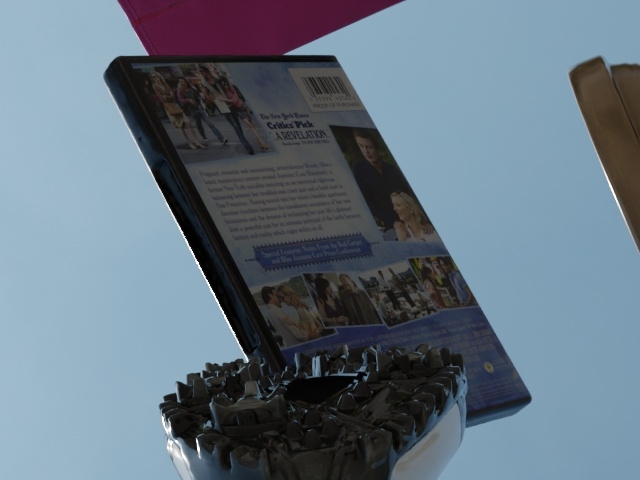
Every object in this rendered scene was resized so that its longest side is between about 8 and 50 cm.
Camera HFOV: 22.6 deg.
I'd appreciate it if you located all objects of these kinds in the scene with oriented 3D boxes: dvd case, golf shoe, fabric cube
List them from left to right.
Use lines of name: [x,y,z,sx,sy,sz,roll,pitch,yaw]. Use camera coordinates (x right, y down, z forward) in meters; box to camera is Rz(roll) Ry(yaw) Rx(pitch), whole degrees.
fabric cube: [-0.090,-0.337,1.506,0.258,0.259,0.254,-24,-126,3]
dvd case: [0.000,0.000,0.897,0.180,0.022,0.253,-7,-118,-46]
golf shoe: [0.001,0.075,0.422,0.077,0.198,0.094,-5,-94,-1]

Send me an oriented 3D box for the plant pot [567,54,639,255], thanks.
plant pot: [0.285,-0.046,1.239,0.110,0.237,0.237,-22,-140,13]
